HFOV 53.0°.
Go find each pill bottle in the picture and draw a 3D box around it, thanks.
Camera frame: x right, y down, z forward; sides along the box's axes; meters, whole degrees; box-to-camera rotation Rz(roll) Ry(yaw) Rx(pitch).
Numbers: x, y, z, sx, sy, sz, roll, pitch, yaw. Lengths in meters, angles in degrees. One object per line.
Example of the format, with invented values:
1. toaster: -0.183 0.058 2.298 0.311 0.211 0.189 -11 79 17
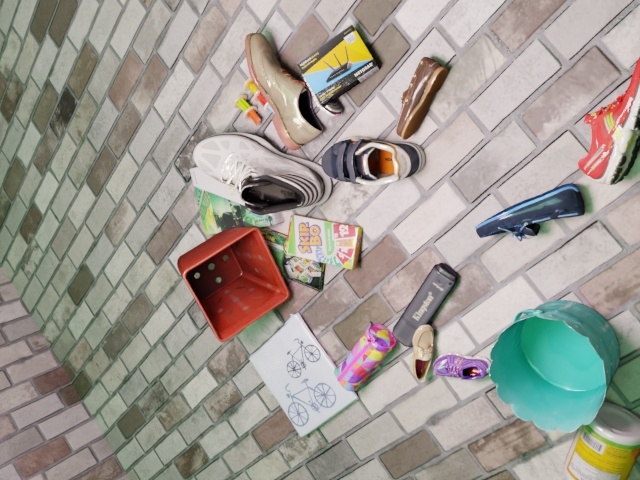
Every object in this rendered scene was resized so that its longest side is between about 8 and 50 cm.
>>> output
1. pill bottle: 0.658 0.518 1.517 0.136 0.136 0.246 24 118 30

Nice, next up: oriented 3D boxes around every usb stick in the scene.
1. usb stick: 0.282 0.181 1.759 0.077 0.045 0.278 41 124 21

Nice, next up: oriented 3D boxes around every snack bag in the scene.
1. snack bag: -0.068 0.448 2.118 0.343 0.037 0.323 53 127 11

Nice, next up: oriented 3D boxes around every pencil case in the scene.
1. pencil case: 0.128 0.345 1.896 0.104 0.104 0.236 43 126 19

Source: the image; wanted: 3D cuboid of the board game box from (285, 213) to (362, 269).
1. board game box: 0.000 0.000 1.907 0.259 0.039 0.124 12 96 35

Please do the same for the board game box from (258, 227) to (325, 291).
1. board game box: -0.095 0.055 2.021 0.259 0.030 0.136 21 118 31

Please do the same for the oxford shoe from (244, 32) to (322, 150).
1. oxford shoe: -0.096 -0.438 1.819 0.130 0.123 0.348 -20 101 35

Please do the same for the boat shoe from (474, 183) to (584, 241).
1. boat shoe: 0.483 -0.046 1.497 0.258 0.109 0.089 -24 92 42

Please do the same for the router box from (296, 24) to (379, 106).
1. router box: 0.046 -0.459 1.696 0.178 0.046 0.133 -32 83 13

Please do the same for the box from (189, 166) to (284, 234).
1. box: -0.276 -0.149 2.077 0.321 0.058 0.233 -7 99 39

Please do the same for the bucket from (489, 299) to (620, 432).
1. bucket: 0.549 0.279 1.497 0.281 0.183 0.282 12 110 35

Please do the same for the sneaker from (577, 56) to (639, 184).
1. sneaker: 0.613 -0.256 1.336 0.118 0.107 0.279 32 119 36

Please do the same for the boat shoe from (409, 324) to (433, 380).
1. boat shoe: 0.286 0.313 1.776 0.059 0.062 0.170 -110 20 -60

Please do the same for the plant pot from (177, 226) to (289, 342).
1. plant pot: -0.301 0.110 2.025 0.235 0.267 0.267 24 142 57

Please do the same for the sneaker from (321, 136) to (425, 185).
1. sneaker: 0.110 -0.213 1.719 0.321 0.127 0.126 1 106 39

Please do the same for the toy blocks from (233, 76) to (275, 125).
1. toy blocks: -0.183 -0.398 1.930 0.148 0.054 0.123 48 126 15

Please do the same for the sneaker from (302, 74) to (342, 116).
1. sneaker: 0.015 -0.421 1.764 0.075 0.063 0.171 -40 74 44

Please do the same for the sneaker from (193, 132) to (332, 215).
1. sneaker: -0.209 -0.198 1.825 0.447 0.257 0.169 18 108 17

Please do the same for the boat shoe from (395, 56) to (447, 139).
1. boat shoe: 0.240 -0.356 1.610 0.073 0.073 0.207 39 117 24

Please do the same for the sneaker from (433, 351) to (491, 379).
1. sneaker: 0.373 0.342 1.723 0.169 0.071 0.068 -10 97 40
